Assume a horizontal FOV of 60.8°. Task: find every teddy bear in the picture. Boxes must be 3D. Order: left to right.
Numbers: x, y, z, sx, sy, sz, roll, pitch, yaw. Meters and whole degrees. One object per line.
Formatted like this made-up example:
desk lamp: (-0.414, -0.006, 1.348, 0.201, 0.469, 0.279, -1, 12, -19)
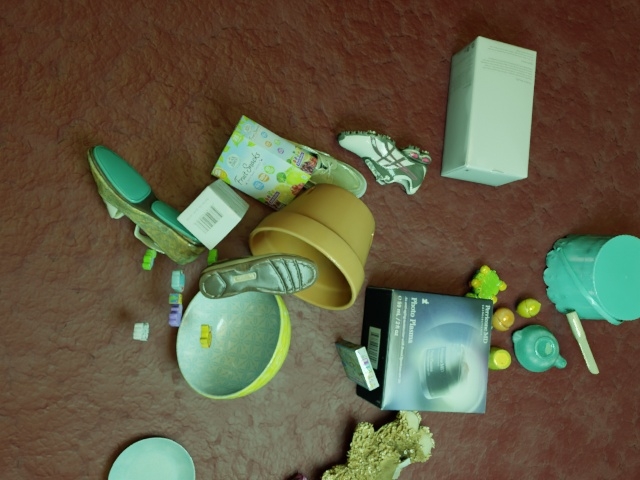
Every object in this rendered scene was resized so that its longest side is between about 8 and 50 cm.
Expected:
teddy bear: (0.143, 0.567, 1.397, 0.338, 0.113, 0.245, -51, 124, -4)

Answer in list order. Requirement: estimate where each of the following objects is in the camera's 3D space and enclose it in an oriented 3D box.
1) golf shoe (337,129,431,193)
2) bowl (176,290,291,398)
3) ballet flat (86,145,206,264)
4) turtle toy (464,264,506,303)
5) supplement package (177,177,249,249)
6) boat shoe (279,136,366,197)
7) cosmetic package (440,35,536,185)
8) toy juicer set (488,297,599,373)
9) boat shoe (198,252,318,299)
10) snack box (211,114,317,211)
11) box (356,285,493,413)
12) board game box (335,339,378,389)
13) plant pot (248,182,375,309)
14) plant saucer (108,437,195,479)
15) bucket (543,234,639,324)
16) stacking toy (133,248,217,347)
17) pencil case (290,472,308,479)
golf shoe: (0.165, -0.216, 1.463, 0.272, 0.105, 0.120, 17, 89, -15)
bowl: (-0.176, 0.234, 1.286, 0.156, 0.289, 0.290, 39, 72, -54)
ballet flat: (-0.423, -0.070, 1.278, 0.348, 0.123, 0.123, 41, 77, -9)
turtle toy: (0.456, 0.136, 1.545, 0.095, 0.066, 0.130, 43, 76, -11)
supplement package: (-0.246, -0.066, 1.276, 0.105, 0.179, 0.105, 44, 97, -9)
boat shoe: (-0.014, -0.179, 1.408, 0.302, 0.094, 0.109, 18, 82, -15)
cosmetic package: (0.471, -0.354, 1.533, 0.196, 0.155, 0.366, 10, 85, -15)
toy juicer set: (0.631, 0.275, 1.581, 0.328, 0.089, 0.209, 3, 80, -6)
boat shoe: (-0.136, 0.066, 1.192, 0.257, 0.095, 0.095, -2, 105, -11)
snack box: (-0.139, -0.179, 1.327, 0.207, 0.174, 0.070, 29, 50, -12)
box: (0.272, 0.280, 1.424, 0.293, 0.182, 0.297, 7, 85, -17)
board game box: (0.090, 0.311, 1.379, 0.026, 0.154, 0.104, -21, 93, -17)
plant pot: (0.000, 0.000, 1.324, 0.291, 0.291, 0.204, 40, 60, -11)
plant saucer: (-0.395, 0.558, 1.280, 0.194, 0.037, 0.195, 1, 86, -16)
bucket: (0.824, 0.109, 1.596, 0.281, 0.183, 0.281, 1, 87, -17)
stacking toy: (-0.322, 0.127, 1.233, 0.166, 0.052, 0.221, 2, 79, 3)
pencil case: (-0.028, 0.692, 1.359, 0.098, 0.095, 0.209, -29, 94, 15)
